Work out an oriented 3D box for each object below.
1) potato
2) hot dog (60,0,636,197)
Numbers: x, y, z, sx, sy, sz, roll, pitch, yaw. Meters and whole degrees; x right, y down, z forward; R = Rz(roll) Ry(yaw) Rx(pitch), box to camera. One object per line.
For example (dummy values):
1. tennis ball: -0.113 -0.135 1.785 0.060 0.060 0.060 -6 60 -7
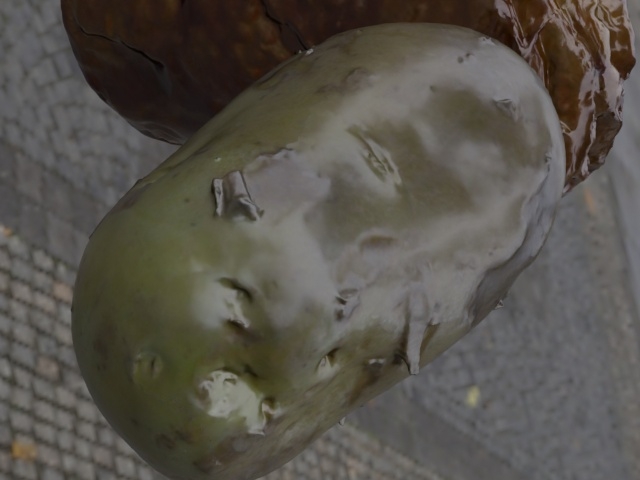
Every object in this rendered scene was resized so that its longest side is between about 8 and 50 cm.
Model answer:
1. potato: 0.000 0.000 0.725 0.262 0.165 0.165 -40 116 -32
2. hot dog: 0.021 -0.147 1.033 0.174 0.387 0.267 -49 141 -42
